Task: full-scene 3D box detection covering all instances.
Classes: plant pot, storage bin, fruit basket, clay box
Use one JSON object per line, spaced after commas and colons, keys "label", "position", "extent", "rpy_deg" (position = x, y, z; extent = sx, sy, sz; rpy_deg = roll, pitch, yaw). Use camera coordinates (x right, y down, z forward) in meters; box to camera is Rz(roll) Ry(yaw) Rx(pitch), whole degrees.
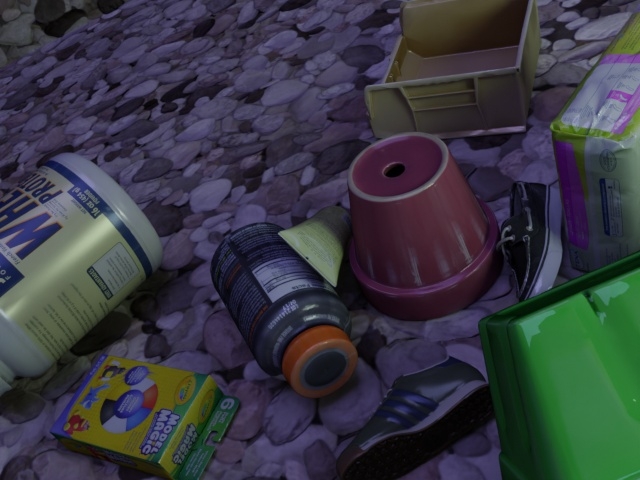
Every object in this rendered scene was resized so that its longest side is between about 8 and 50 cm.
{"label": "plant pot", "position": [0.121, -0.029, 0.928], "extent": [0.201, 0.180, 0.201], "rpy_deg": [-13, 42, 12]}
{"label": "storage bin", "position": [0.224, -0.297, 1.210], "extent": [0.260, 0.123, 0.262], "rpy_deg": [-1, 46, 25]}
{"label": "fruit basket", "position": [0.347, 0.176, 0.590], "extent": [0.392, 0.283, 0.392], "rpy_deg": [0, 85, 3]}
{"label": "clay box", "position": [-0.224, 0.223, 0.928], "extent": [0.222, 0.053, 0.127], "rpy_deg": [3, 48, 30]}

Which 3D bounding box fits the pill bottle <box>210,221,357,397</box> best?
{"label": "pill bottle", "position": [-0.045, 0.089, 0.923], "extent": [0.130, 0.130, 0.246], "rpy_deg": [-31, 40, -7]}

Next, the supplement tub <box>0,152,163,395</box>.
{"label": "supplement tub", "position": [-0.423, 0.051, 1.074], "extent": [0.235, 0.235, 0.325], "rpy_deg": [23, 59, 42]}

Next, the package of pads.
{"label": "package of pads", "position": [0.387, -0.133, 0.868], "extent": [0.101, 0.229, 0.296], "rpy_deg": [18, 55, 39]}

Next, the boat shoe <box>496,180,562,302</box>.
{"label": "boat shoe", "position": [0.253, 0.005, 0.894], "extent": [0.070, 0.078, 0.219], "rpy_deg": [18, 42, 5]}

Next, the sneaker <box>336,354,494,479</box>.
{"label": "sneaker", "position": [0.095, 0.193, 0.798], "extent": [0.192, 0.064, 0.086], "rpy_deg": [-29, 33, -5]}

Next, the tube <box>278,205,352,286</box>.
{"label": "tube", "position": [0.000, 0.000, 0.958], "extent": [0.070, 0.062, 0.240], "rpy_deg": [3, 11, 7]}
